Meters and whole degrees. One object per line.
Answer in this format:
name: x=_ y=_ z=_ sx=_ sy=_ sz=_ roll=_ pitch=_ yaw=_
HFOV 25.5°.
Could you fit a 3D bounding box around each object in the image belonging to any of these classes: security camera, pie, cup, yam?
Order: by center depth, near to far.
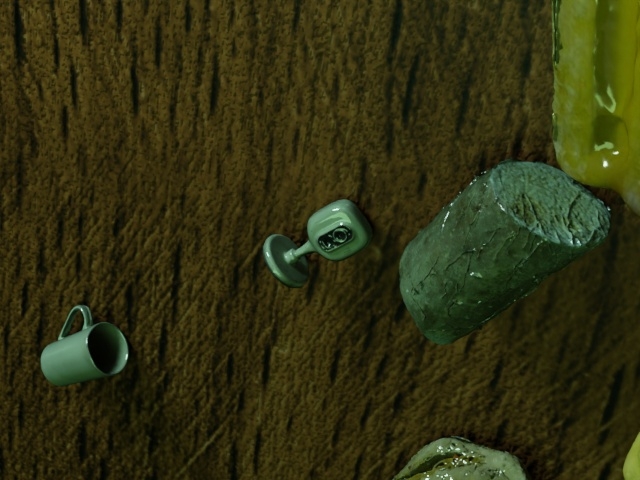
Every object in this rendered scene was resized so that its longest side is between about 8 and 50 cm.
yam: x=0.135 y=0.009 z=1.141 sx=0.107 sy=0.107 sz=0.183 roll=42 pitch=133 yaw=-4
security camera: x=0.000 y=0.000 z=1.243 sx=0.092 sy=0.058 sz=0.058 roll=-34 pitch=102 yaw=32
pie: x=0.138 y=0.270 z=1.339 sx=0.163 sy=0.079 sz=0.193 roll=30 pitch=129 yaw=0
cup: x=-0.249 y=0.112 z=1.450 sx=0.083 sy=0.054 sz=0.075 roll=-18 pitch=113 yaw=39

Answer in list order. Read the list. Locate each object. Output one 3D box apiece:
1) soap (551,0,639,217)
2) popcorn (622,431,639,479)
soap: x=0.276 y=-0.154 z=0.849 sx=0.293 sy=0.156 sz=0.335 roll=30 pitch=137 yaw=44
popcorn: x=0.379 y=0.235 z=1.009 sx=0.349 sy=0.382 sz=0.349 roll=4 pitch=124 yaw=5
